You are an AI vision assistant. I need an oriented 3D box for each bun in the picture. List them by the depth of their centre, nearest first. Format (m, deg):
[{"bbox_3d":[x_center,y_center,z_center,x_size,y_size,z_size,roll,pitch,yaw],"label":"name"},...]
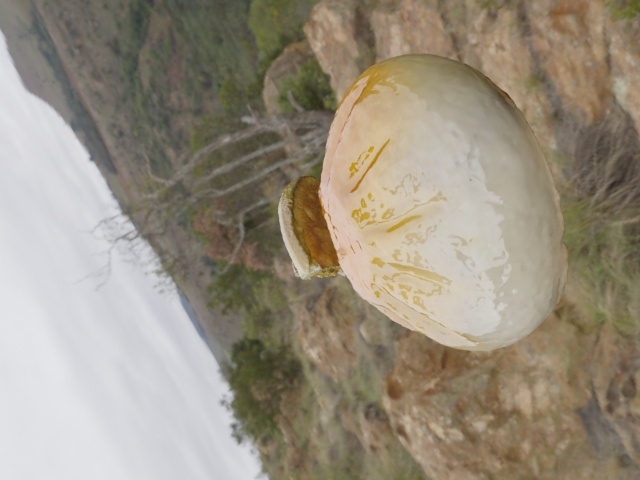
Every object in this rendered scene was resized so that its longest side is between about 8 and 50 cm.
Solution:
[{"bbox_3d":[0.090,-0.020,0.697,0.299,0.165,0.298,159,90,-80],"label":"bun"}]

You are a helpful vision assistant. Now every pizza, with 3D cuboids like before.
[{"bbox_3d":[-0.001,0.000,0.849,0.134,0.046,0.175,41,-152,-19],"label":"pizza"}]
